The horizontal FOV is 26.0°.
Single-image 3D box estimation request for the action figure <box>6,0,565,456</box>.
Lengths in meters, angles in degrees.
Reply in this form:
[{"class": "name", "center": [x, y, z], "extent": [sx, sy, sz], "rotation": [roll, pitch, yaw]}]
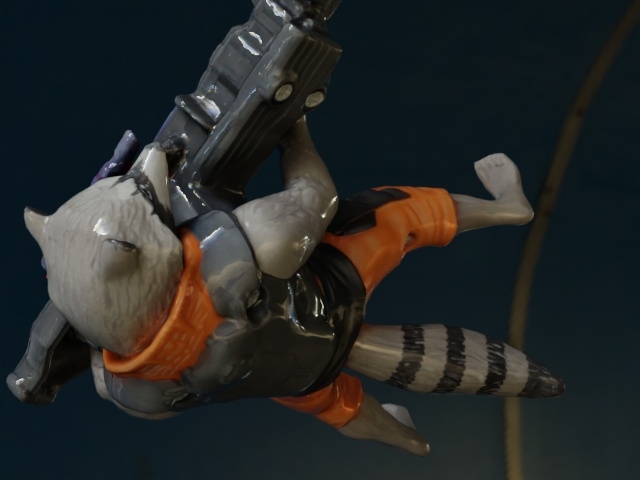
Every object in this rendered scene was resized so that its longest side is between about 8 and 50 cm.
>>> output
[{"class": "action figure", "center": [0.000, 0.000, 0.750], "extent": [0.330, 0.178, 0.341], "rotation": [6, -56, -45]}]
